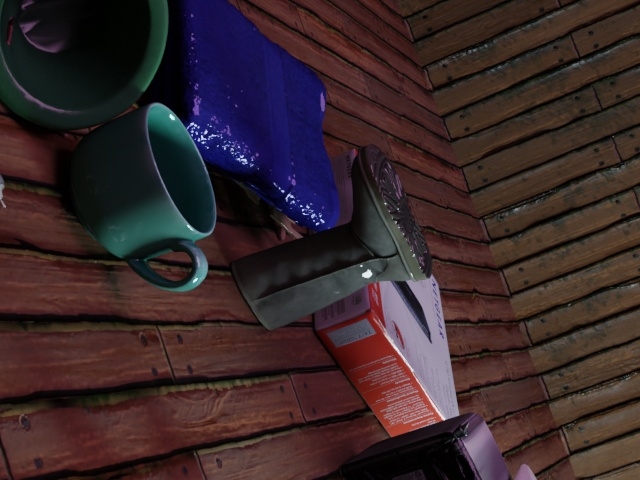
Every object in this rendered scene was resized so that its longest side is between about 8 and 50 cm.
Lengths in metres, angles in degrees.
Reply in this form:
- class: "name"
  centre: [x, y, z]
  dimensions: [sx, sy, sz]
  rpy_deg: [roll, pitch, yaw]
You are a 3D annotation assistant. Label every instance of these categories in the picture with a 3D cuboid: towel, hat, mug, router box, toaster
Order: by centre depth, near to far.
- class: "mug"
  centre: [-0.165, -0.037, 1.311]
  dimensions: [0.129, 0.097, 0.158]
  rpy_deg: [53, 22, -45]
- class: "hat"
  centre: [-0.249, -0.216, 1.328]
  dimensions: [0.173, 0.208, 0.183]
  rpy_deg: [14, 5, -32]
- class: "towel"
  centre: [-0.091, -0.154, 1.685]
  dimensions: [0.308, 0.076, 0.227]
  rpy_deg: [35, 40, -50]
- class: "toaster"
  centre: [0.139, 0.302, 1.713]
  dimensions: [0.168, 0.186, 0.110]
  rpy_deg: [67, 26, -1]
- class: "router box"
  centre: [0.086, 0.089, 2.023]
  dimensions: [0.301, 0.082, 0.335]
  rpy_deg: [56, 19, -38]

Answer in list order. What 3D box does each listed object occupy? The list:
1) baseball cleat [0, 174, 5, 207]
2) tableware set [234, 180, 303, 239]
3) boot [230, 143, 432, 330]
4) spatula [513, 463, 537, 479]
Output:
- class: "baseball cleat"
  centre: [-0.283, -0.056, 0.987]
  dimensions: [0.109, 0.072, 0.206]
  rpy_deg: [62, 11, 2]
- class: "tableware set"
  centre: [-0.077, -0.085, 1.790]
  dimensions: [0.194, 0.039, 0.128]
  rpy_deg: [45, 40, -45]
- class: "boot"
  centre: [-0.001, 0.000, 1.607]
  dimensions: [0.076, 0.208, 0.189]
  rpy_deg: [-66, 139, -56]
- class: "spatula"
  centre: [0.253, 0.385, 1.665]
  dimensions: [0.168, 0.019, 0.242]
  rpy_deg: [55, 34, -18]
